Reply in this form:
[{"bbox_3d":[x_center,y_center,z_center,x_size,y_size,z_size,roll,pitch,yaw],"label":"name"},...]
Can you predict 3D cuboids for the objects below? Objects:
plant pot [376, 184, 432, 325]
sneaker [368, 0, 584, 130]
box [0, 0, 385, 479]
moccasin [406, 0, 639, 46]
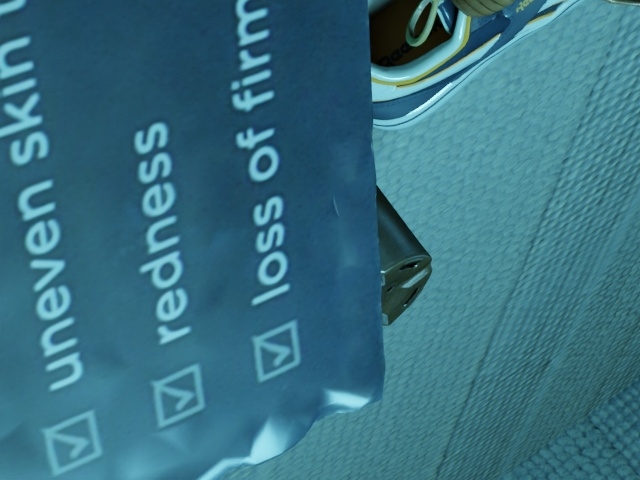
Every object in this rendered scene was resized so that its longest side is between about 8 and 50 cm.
[{"bbox_3d":[0.000,0.000,1.428,0.167,0.165,0.167,-35,159,-16],"label":"plant pot"},{"bbox_3d":[0.132,-0.219,1.283,0.321,0.126,0.127,-45,157,5],"label":"sneaker"},{"bbox_3d":[-0.260,-0.127,0.306,0.471,0.297,0.480,-24,126,-33],"label":"box"},{"bbox_3d":[0.116,-0.213,1.144,0.380,0.147,0.139,-1,177,-38],"label":"moccasin"}]
